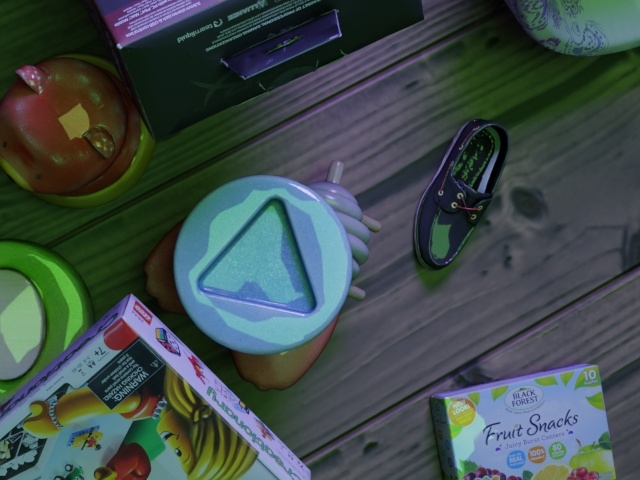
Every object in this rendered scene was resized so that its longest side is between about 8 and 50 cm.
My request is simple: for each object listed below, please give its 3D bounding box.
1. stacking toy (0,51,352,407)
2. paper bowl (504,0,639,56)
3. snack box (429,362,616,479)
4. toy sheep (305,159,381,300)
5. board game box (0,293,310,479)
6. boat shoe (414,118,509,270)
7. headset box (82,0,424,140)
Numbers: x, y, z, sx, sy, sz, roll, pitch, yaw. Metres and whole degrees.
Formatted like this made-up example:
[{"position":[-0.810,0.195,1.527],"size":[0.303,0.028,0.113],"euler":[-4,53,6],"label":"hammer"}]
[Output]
[{"position":[-0.145,0.030,1.462],"size":[0.309,0.130,0.279],"euler":[31,87,0],"label":"stacking toy"},{"position":[0.246,-0.291,1.570],"size":[0.284,0.284,0.148],"euler":[-23,60,-17],"label":"paper bowl"},{"position":[0.169,0.164,1.655],"size":[0.141,0.037,0.100],"euler":[-11,92,-18],"label":"snack box"},{"position":[0.000,0.000,1.577],"size":[0.091,0.091,0.132],"euler":[17,71,-18],"label":"toy sheep"},{"position":[-0.183,0.206,1.464],"size":[0.305,0.053,0.193],"euler":[-41,104,15],"label":"board game box"},{"position":[0.115,-0.038,1.636],"size":[0.049,0.042,0.133],"euler":[25,84,-19],"label":"boat shoe"},{"position":[-0.074,-0.222,1.427],"size":[0.218,0.110,0.293],"euler":[-24,54,-5],"label":"headset box"}]
